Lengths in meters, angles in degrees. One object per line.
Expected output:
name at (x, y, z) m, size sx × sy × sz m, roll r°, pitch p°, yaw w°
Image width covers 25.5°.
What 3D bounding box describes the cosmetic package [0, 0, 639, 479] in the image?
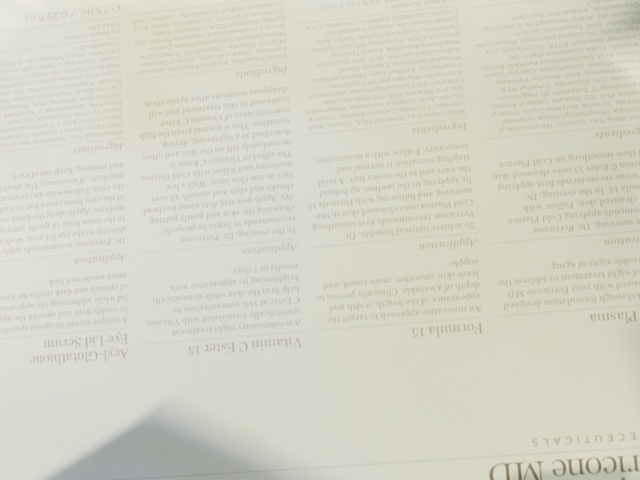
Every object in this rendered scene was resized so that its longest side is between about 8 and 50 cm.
cosmetic package at (0.000, 0.000, 0.672) m, size 0.377 × 0.097 × 0.284 m, roll -5°, pitch 76°, yaw 10°
